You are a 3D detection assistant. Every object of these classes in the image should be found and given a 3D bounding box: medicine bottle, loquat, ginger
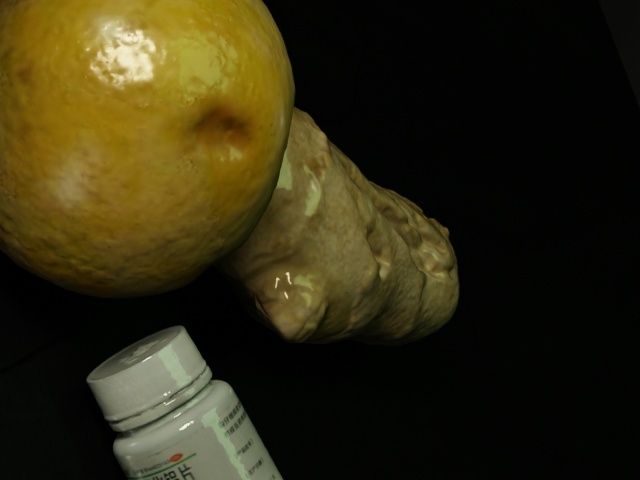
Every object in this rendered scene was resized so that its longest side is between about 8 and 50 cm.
[{"bbox_3d":[-0.078,0.121,1.025,0.130,0.080,0.080,61,22,-11],"label":"medicine bottle"},{"bbox_3d":[-0.116,-0.080,0.991,0.213,0.213,0.213,49,28,-37],"label":"loquat"},{"bbox_3d":[0.000,0.000,1.264,0.354,0.126,0.190,27,38,-55],"label":"ginger"}]
